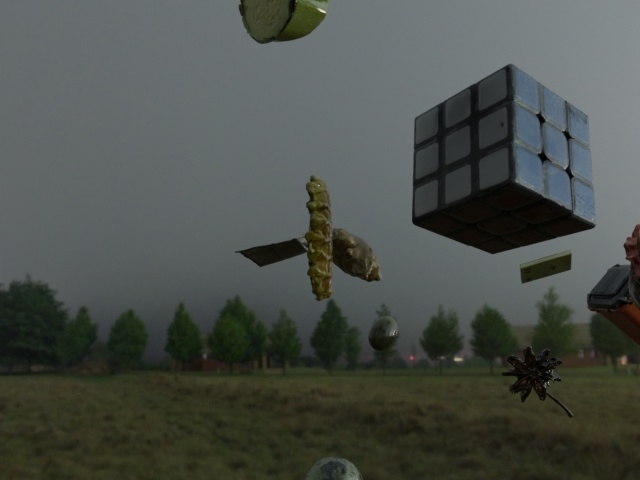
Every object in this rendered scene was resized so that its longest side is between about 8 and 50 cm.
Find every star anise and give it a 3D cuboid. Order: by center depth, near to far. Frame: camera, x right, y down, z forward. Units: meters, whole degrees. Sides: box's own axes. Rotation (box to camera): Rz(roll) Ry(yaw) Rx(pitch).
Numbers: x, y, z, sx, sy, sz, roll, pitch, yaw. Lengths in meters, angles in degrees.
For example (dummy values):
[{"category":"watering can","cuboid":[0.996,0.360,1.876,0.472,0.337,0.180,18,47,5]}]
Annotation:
[{"category":"star anise","cuboid":[0.622,0.416,1.715,0.177,0.234,0.073,-12,1,8]}]

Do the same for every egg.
[{"category":"egg","cuboid":[0.030,0.555,1.316,0.141,0.141,0.182,0,-36,-6]}]

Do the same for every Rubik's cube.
[{"category":"Rubik's cube","cuboid":[0.421,-0.169,1.379,0.305,0.301,0.303,20,-26,-33]}]

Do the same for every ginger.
[{"category":"ginger","cuboid":[0.113,0.050,1.874,0.219,0.123,0.270,45,-8,-16]}]

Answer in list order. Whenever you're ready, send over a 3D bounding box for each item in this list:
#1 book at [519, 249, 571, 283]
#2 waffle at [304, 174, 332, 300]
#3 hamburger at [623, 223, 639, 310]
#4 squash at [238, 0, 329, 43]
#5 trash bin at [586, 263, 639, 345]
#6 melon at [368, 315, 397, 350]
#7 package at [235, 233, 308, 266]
[{"category":"book","cuboid":[0.490,0.057,1.284,0.110,0.014,0.077,-18,-34,10]},{"category":"waffle","cuboid":[0.000,-0.009,1.544,0.062,0.330,0.329,0,-10,4]},{"category":"hamburger","cuboid":[0.496,0.049,0.798,0.175,0.175,0.137,-2,-51,7]},{"category":"squash","cuboid":[-0.102,-0.602,1.485,0.220,0.221,0.133,-9,0,37]},{"category":"trash bin","cuboid":[0.859,0.186,1.560,0.238,0.161,0.184,43,-7,-1]},{"category":"melon","cuboid":[0.221,0.326,2.071,0.097,0.131,0.098,25,-34,18]},{"category":"package","cuboid":[-0.151,0.027,1.994,0.203,0.062,0.251,-16,-15,14]}]
